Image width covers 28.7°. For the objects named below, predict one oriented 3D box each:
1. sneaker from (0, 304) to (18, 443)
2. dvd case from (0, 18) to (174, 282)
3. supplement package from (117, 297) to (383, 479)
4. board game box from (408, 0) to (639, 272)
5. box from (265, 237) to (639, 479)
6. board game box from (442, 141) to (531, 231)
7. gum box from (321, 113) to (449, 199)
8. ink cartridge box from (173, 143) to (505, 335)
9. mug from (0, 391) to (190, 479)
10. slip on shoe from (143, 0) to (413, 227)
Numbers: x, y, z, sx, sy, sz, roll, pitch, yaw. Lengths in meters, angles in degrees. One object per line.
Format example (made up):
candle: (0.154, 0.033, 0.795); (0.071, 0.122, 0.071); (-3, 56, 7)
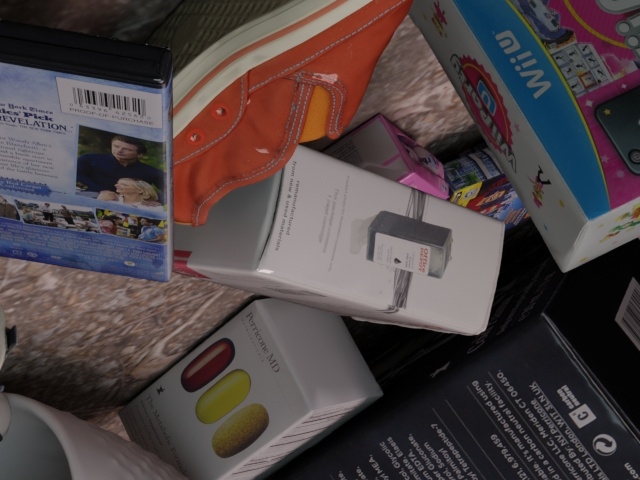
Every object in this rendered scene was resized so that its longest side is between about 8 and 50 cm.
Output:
sneaker: (-0.276, 0.109, 0.971); (0.153, 0.094, 0.235); (-24, 153, 15)
dvd case: (-0.170, -0.045, 0.684); (0.180, 0.022, 0.253); (10, 156, -2)
supplement package: (-0.079, 0.177, 1.363); (0.244, 0.139, 0.133); (-40, 159, 30)
board game box: (0.240, -0.148, 0.820); (0.303, 0.224, 0.097); (-26, 163, -8)
box: (0.213, 0.244, 1.504); (0.471, 0.297, 0.480); (-39, 179, 25)
board game box: (0.172, -0.055, 1.230); (0.194, 0.060, 0.194); (-22, 160, -21)
gum box: (0.013, -0.026, 1.073); (0.188, 0.062, 0.107); (-33, 161, 13)
ink cartridge box: (0.000, 0.000, 0.885); (0.217, 0.092, 0.158); (19, 170, -40)
mug: (-0.263, 0.314, 1.219); (0.328, 0.374, 0.276); (37, 71, -50)
slip on shoe: (-0.009, -0.111, 0.696); (0.101, 0.123, 0.331); (33, 130, -27)
